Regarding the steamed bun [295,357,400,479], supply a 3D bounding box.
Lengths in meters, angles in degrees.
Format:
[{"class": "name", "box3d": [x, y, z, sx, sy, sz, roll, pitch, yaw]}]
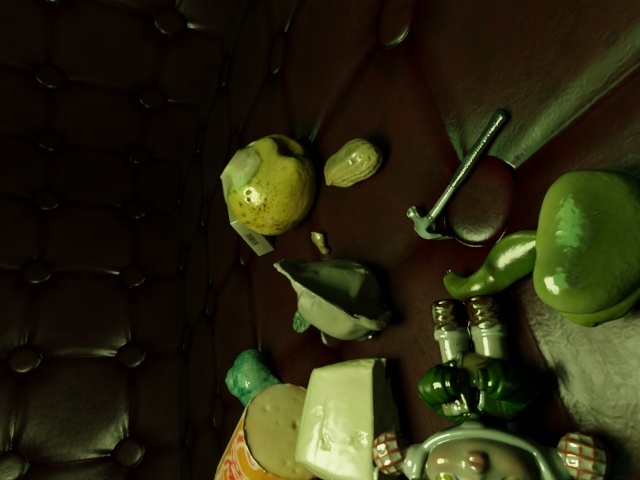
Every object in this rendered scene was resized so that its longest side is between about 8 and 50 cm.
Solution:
[{"class": "steamed bun", "box3d": [0.069, 0.339, 0.855, 0.200, 0.170, 0.225, -2, 63, 31]}]

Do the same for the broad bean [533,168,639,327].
[{"class": "broad bean", "box3d": [0.306, 0.008, 0.504, 0.125, 0.082, 0.174, 16, 101, 28]}]

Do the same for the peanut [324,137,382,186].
[{"class": "peanut", "box3d": [0.066, -0.171, 0.999, 0.194, 0.083, 0.093, -12, 74, 61]}]

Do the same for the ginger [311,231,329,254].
[{"class": "ginger", "box3d": [0.000, -0.001, 1.150, 0.097, 0.030, 0.048, -130, 24, -56]}]

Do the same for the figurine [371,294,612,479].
[{"class": "figurine", "box3d": [0.209, 0.257, 0.586, 0.282, 0.167, 0.369, -11, 61, 24]}]

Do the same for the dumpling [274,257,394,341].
[{"class": "dumpling", "box3d": [0.014, 0.120, 0.922, 0.293, 0.205, 0.163, 34, 127, 49]}]

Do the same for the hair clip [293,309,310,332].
[{"class": "hair clip", "box3d": [-0.022, 0.171, 1.152, 0.229, 0.036, 0.066, 121, 147, -49]}]

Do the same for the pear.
[{"class": "pear", "box3d": [-0.132, -0.154, 1.226, 0.271, 0.271, 0.270, -18, 70, 60]}]

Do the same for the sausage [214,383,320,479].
[{"class": "sausage", "box3d": [-0.112, 0.513, 1.056, 0.287, 0.233, 0.233, -63, 35, 32]}]

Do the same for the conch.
[{"class": "conch", "box3d": [-0.210, 0.427, 1.351, 0.202, 0.134, 0.196, -18, 68, 59]}]

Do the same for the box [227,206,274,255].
[{"class": "box", "box3d": [-0.221, -0.059, 1.413, 0.058, 0.201, 0.141, -23, 53, 8]}]

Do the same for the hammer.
[{"class": "hammer", "box3d": [0.232, -0.101, 0.742, 0.246, 0.029, 0.103, -61, 36, 34]}]

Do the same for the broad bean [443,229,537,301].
[{"class": "broad bean", "box3d": [0.259, 0.036, 0.639, 0.214, 0.048, 0.070, -38, 58, 48]}]
